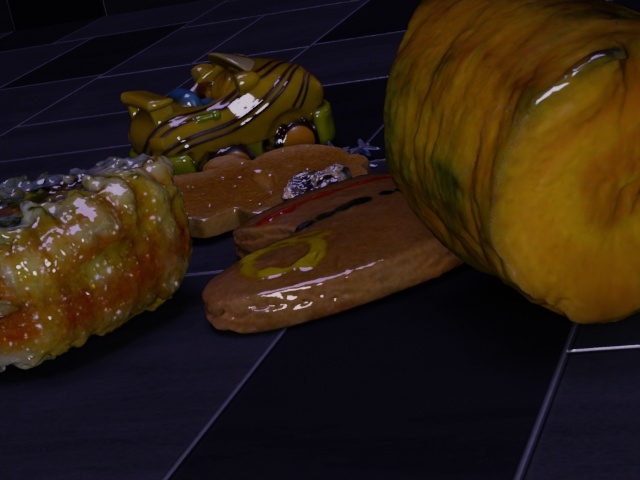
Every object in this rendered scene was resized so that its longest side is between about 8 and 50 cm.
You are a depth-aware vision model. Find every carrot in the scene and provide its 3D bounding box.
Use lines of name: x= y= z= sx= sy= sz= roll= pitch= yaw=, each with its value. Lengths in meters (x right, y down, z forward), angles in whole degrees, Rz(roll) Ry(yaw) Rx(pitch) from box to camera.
carrot: x=0.181 y=-0.081 z=1.218 sx=0.241 sy=0.242 sz=0.341 roll=-16 pitch=20 yaw=-10

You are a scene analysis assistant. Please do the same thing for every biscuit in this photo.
biscuit: x=-0.057 y=-0.053 z=1.631 sx=0.225 sy=0.036 sz=0.166 roll=-17 pitch=28 yaw=-19
biscuit: x=0.000 y=-0.002 z=1.412 sx=0.262 sy=0.052 sz=0.277 roll=-16 pitch=18 yaw=-13

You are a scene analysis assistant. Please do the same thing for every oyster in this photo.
oyster: x=-0.002 y=-0.051 z=1.565 sx=0.083 sy=0.054 sz=0.019 roll=-13 pitch=-23 yaw=-17

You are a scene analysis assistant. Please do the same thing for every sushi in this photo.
sushi: x=-0.241 y=0.018 z=1.370 sx=0.184 sy=0.139 sz=0.274 roll=1 pitch=22 yaw=41

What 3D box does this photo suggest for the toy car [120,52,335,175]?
toy car: x=-0.110 y=-0.148 z=1.793 sx=0.247 sy=0.142 sz=0.200 roll=-23 pitch=21 yaw=-25

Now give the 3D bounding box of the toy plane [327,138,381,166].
toy plane: x=0.027 y=-0.092 z=1.722 sx=0.084 sy=0.024 sz=0.078 roll=-25 pitch=40 yaw=-36
